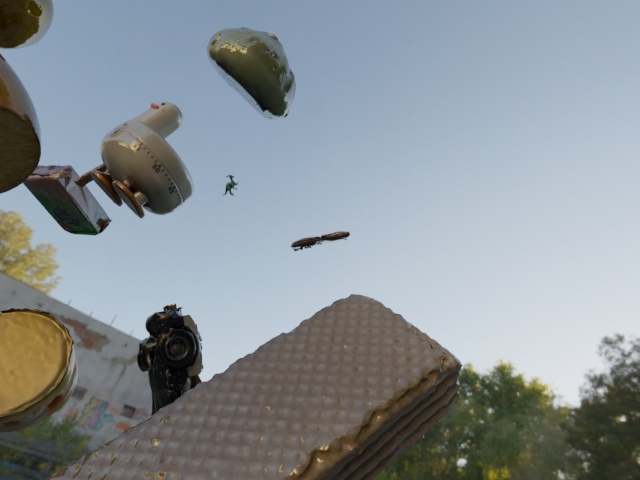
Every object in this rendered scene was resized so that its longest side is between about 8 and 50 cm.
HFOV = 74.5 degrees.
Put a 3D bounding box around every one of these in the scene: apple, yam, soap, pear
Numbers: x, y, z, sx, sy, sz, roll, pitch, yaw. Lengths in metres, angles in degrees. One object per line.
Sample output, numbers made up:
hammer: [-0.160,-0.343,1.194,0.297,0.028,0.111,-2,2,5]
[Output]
apple: [-0.732,-0.250,0.853,0.309,0.252,0.314,-21,-79,2]
yam: [-0.679,-0.209,1.284,0.145,0.032,0.032,-32,-46,-4]
soap: [-0.889,-0.144,1.475,0.218,0.098,0.273,5,-42,17]
pear: [-0.746,-0.566,0.996,0.209,0.209,0.209,9,-38,8]

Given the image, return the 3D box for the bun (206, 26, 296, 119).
bun: [-0.177,-0.503,1.226,0.187,0.293,0.293,-45,-58,0]

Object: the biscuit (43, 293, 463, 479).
biscuit: [-0.081,0.183,0.309,0.144,0.426,0.078,33,-39,46]

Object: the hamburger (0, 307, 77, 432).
hamburger: [-0.757,0.311,1.044,0.303,0.261,0.186,53,-37,17]

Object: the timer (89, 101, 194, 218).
timer: [-0.394,-0.185,1.004,0.233,0.240,0.233,33,-27,20]

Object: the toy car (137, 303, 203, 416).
toy car: [-0.272,0.273,0.814,0.118,0.301,0.193,-4,-14,-35]

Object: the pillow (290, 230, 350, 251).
pillow: [0.000,0.000,1.641,0.232,0.043,0.126,-11,-5,1]

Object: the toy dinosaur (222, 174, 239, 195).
toy dinosaur: [-0.279,-0.166,1.272,0.083,0.021,0.062,-3,-66,30]
